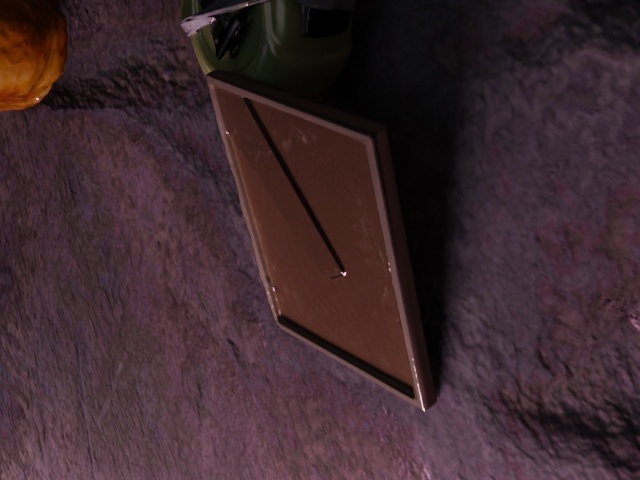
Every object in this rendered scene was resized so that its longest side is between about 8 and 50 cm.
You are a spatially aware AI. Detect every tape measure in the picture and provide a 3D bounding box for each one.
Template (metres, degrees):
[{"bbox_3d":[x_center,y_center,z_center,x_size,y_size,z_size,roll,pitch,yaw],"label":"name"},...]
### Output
[{"bbox_3d":[-0.047,-0.193,0.979,0.200,0.106,0.175,-39,68,51],"label":"tape measure"}]

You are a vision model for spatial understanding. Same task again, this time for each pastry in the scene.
[{"bbox_3d":[-0.436,-0.209,1.281,0.356,0.356,0.163,4,98,50],"label":"pastry"}]

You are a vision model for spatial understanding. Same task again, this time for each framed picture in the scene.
[{"bbox_3d":[0.001,0.000,0.976,0.192,0.018,0.265,25,141,41],"label":"framed picture"}]
